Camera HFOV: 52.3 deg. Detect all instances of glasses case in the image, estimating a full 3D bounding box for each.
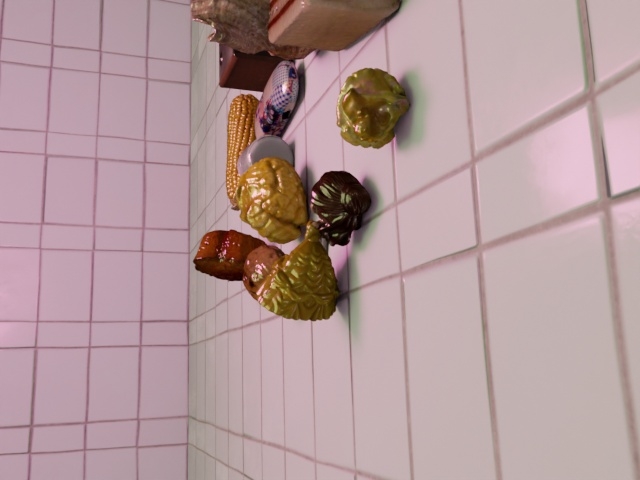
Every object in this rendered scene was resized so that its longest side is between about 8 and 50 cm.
[{"bbox_3d":[-0.129,-0.387,1.870,0.327,0.076,0.125,132,134,-61],"label":"glasses case"}]

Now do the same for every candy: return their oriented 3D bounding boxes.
[{"bbox_3d":[0.016,-0.487,1.325,0.321,0.180,0.135,177,96,-70],"label":"candy"}]

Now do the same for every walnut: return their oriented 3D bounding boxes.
[{"bbox_3d":[-0.129,0.091,1.722,0.184,0.156,0.155,-141,55,-60],"label":"walnut"}]

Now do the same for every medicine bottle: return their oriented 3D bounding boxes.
[{"bbox_3d":[-0.161,-0.221,1.858,0.168,0.135,0.135,167,104,-69],"label":"medicine bottle"}]

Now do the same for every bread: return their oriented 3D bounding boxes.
[{"bbox_3d":[-0.261,0.055,1.994,0.246,0.232,0.135,77,-160,-74],"label":"bread"}]

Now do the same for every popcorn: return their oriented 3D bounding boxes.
[{"bbox_3d":[-0.115,-0.102,1.698,0.200,0.226,0.203,-52,-17,4],"label":"popcorn"},{"bbox_3d":[0.090,-0.239,1.180,0.126,0.126,0.145,172,119,-81],"label":"popcorn"}]

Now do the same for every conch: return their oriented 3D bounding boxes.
[{"bbox_3d":[-0.138,-0.570,1.546,0.297,0.352,0.210,45,121,18],"label":"conch"}]

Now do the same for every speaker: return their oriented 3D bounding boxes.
[{"bbox_3d":[-0.198,-0.549,1.913,0.231,0.193,0.153,155,115,-69],"label":"speaker"}]

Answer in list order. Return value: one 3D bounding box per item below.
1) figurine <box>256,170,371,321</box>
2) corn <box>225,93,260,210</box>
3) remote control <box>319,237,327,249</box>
[{"bbox_3d":[-0.002,-0.002,1.372,0.168,0.188,0.315,-115,41,-60],"label":"figurine"},{"bbox_3d":[-0.226,-0.274,2.051,0.144,0.144,0.386,137,137,-63],"label":"corn"},{"bbox_3d":[-0.001,0.048,1.549,0.053,0.018,0.124,-158,71,-68],"label":"remote control"}]
